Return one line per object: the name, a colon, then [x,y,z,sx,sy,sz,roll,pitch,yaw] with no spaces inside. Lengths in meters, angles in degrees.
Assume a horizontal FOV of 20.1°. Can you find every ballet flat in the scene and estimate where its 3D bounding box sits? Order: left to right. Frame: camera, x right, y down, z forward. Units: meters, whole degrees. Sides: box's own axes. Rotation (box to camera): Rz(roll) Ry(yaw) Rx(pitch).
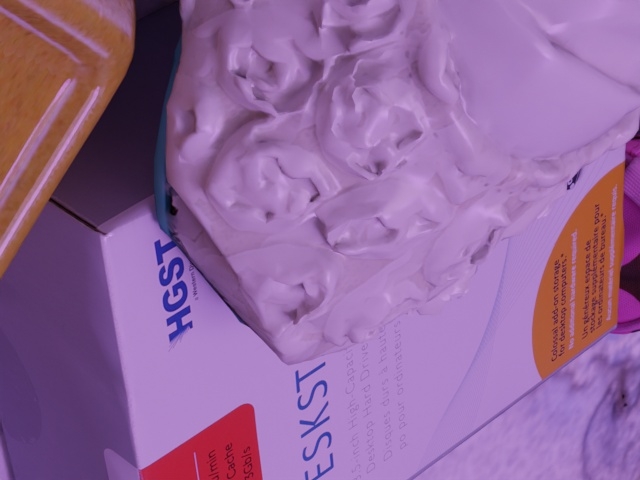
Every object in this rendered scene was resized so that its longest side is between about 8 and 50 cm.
ballet flat: [0.090,-0.148,0.484,0.147,0.147,0.409,34,81,-53]

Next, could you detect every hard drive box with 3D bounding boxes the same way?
hard drive box: [0.000,0.000,0.625,0.232,0.089,0.181,-32,135,-30]

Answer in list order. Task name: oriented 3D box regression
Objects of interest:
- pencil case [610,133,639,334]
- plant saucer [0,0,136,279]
pencil case: [0.187,-0.031,0.816,0.209,0.095,0.098,-25,167,-39]
plant saucer: [-0.168,0.011,0.368,0.333,0.081,0.333,-59,161,1]
